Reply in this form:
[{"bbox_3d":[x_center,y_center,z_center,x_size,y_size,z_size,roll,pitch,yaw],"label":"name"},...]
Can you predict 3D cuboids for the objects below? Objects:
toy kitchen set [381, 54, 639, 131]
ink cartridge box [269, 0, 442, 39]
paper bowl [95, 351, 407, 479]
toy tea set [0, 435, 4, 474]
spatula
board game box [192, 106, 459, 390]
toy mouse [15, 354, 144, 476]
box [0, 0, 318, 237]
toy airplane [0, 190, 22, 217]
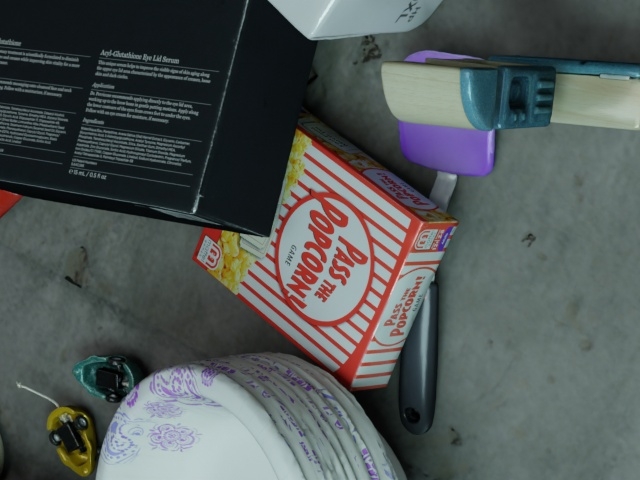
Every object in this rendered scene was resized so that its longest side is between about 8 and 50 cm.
[{"bbox_3d":[0.145,-0.157,1.280,0.122,0.207,0.166,8,99,29],"label":"toy kitchen set"},{"bbox_3d":[-0.022,-0.374,1.367,0.395,0.166,0.285,46,118,16],"label":"ink cartridge box"},{"bbox_3d":[-0.037,0.224,1.455,0.284,0.148,0.284,11,104,49],"label":"paper bowl"},{"bbox_3d":[-0.448,0.202,1.736,0.336,0.124,0.200,22,108,27],"label":"toy tea set"},{"bbox_3d":[0.082,0.005,1.444,0.084,0.030,0.296,13,105,30],"label":"spatula"},{"bbox_3d":[0.000,0.000,1.462,0.193,0.045,0.146,37,115,35],"label":"board game box"},{"bbox_3d":[-0.163,0.148,1.612,0.143,0.031,0.161,-38,78,30],"label":"toy mouse"},{"bbox_3d":[-0.145,-0.115,1.478,0.261,0.103,0.184,10,86,36],"label":"box"},{"bbox_3d":[-0.446,-0.183,1.594,0.386,0.272,0.384,3,131,17],"label":"toy airplane"}]
